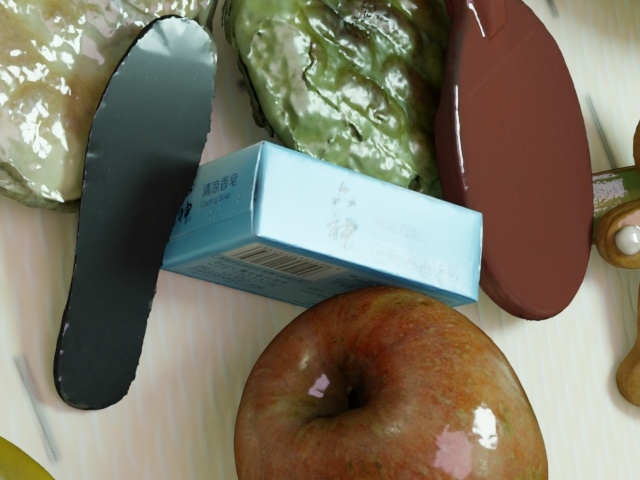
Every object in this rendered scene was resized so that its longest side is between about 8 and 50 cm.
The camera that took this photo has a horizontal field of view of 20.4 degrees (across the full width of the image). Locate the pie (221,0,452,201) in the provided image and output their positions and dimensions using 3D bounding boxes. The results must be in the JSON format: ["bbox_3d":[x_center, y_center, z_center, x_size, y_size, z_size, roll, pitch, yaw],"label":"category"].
[{"bbox_3d":[0.032,-0.165,1.524,0.306,0.071,0.306,22,58,-42],"label":"pie"}]

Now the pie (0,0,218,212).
[{"bbox_3d":[-0.209,-0.180,1.356,0.337,0.075,0.338,5,83,-37],"label":"pie"}]

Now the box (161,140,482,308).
[{"bbox_3d":[0.000,0.000,1.434,0.232,0.142,0.083,15,70,-35],"label":"box"}]

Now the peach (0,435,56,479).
[{"bbox_3d":[-0.262,0.245,1.169,0.251,0.153,0.251,9,71,-30],"label":"peach"}]

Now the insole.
[{"bbox_3d":[-0.143,-0.022,1.353,0.110,0.012,0.310,11,90,-43],"label":"insole"}]

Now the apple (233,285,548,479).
[{"bbox_3d":[0.062,0.164,1.380,0.253,0.253,0.254,10,74,-37],"label":"apple"}]

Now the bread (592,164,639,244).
[{"bbox_3d":[0.307,-0.037,1.772,0.139,0.084,0.074,-13,88,-9],"label":"bread"}]

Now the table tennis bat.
[{"bbox_3d":[0.164,-0.124,1.586,0.268,0.051,0.415,-46,123,-50],"label":"table tennis bat"}]

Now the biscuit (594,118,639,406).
[{"bbox_3d":[0.363,0.008,1.714,0.205,0.049,0.324,-3,95,-19],"label":"biscuit"}]
